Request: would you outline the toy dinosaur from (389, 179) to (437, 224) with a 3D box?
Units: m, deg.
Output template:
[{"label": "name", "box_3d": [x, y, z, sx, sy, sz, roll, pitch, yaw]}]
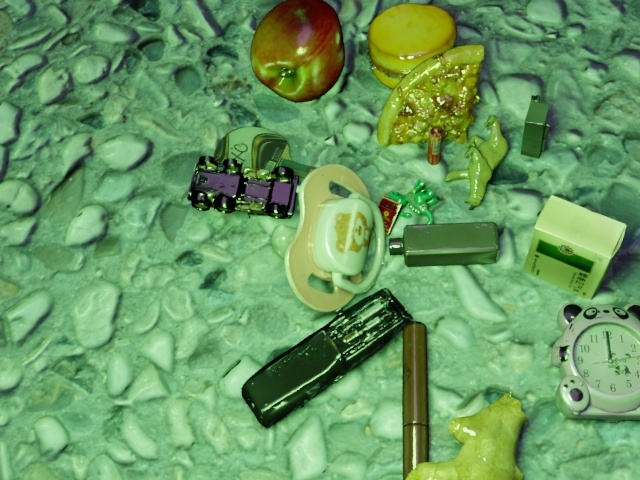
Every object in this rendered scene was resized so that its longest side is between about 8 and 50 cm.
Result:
[{"label": "toy dinosaur", "box_3d": [0.226, -0.086, 1.874, 0.096, 0.059, 0.132, -39, 60, 1]}]

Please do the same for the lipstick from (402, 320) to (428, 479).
[{"label": "lipstick", "box_3d": [0.199, 0.342, 1.654, 0.057, 0.057, 0.356, -1, 63, 6]}]

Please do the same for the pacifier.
[{"label": "pacifier", "box_3d": [0.009, -0.006, 1.758, 0.273, 0.220, 0.332, 9, 77, 11]}]

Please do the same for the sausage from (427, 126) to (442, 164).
[{"label": "sausage", "box_3d": [0.274, -0.230, 1.894, 0.034, 0.129, 0.034, -3, 61, 5]}]

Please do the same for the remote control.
[{"label": "remote control", "box_3d": [0.012, 0.244, 1.699, 0.399, 0.062, 0.144, -35, 48, -8]}]

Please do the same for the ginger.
[{"label": "ginger", "box_3d": [0.287, 0.476, 1.550, 0.236, 0.166, 0.375, 0, 48, 14]}]

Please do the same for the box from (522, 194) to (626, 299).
[{"label": "box", "box_3d": [0.540, 0.019, 1.692, 0.168, 0.212, 0.095, 23, 67, 18]}]

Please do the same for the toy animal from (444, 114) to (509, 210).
[{"label": "toy animal", "box_3d": [0.385, -0.184, 1.891, 0.101, 0.103, 0.218, 36, 66, -4]}]

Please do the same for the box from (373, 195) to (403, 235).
[{"label": "box", "box_3d": [0.156, -0.059, 1.863, 0.051, 0.023, 0.082, 26, 95, 17]}]

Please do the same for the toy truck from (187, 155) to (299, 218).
[{"label": "toy truck", "box_3d": [-0.180, -0.114, 1.891, 0.257, 0.127, 0.127, 6, 72, 9]}]

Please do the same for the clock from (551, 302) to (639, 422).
[{"label": "clock", "box_3d": [0.597, 0.248, 1.640, 0.228, 0.090, 0.247, 0, 62, 6]}]

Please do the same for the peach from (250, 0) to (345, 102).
[{"label": "peach", "box_3d": [-0.044, -0.514, 2.049, 0.249, 0.245, 0.274, 24, 54, -13]}]

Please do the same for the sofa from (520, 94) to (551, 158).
[{"label": "sofa", "box_3d": [0.518, -0.269, 1.876, 0.060, 0.147, 0.085, 12, 66, 16]}]

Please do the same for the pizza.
[{"label": "pizza", "box_3d": [0.287, -0.323, 1.902, 0.335, 0.086, 0.226, -41, 108, 17]}]

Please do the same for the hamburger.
[{"label": "hamburger", "box_3d": [0.234, -0.478, 2.003, 0.246, 0.170, 0.246, -5, 50, 5]}]

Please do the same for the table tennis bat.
[{"label": "table tennis bat", "box_3d": [-0.128, -0.197, 1.985, 0.301, 0.022, 0.173, 18, 67, 17]}]

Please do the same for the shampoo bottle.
[{"label": "shampoo bottle", "box_3d": [0.279, 0.010, 1.799, 0.246, 0.080, 0.079, -2, 62, 6]}]
